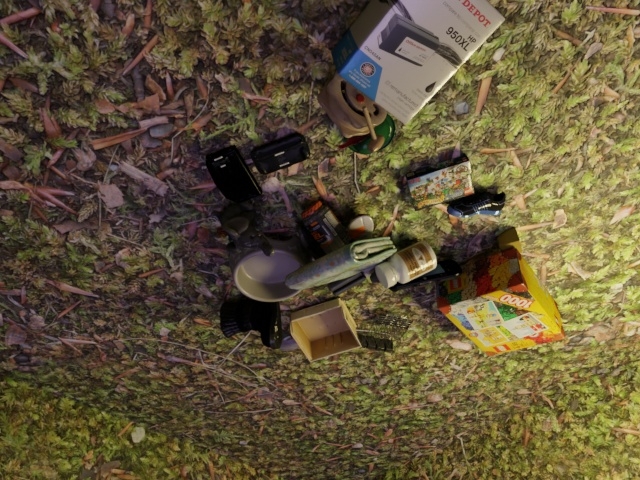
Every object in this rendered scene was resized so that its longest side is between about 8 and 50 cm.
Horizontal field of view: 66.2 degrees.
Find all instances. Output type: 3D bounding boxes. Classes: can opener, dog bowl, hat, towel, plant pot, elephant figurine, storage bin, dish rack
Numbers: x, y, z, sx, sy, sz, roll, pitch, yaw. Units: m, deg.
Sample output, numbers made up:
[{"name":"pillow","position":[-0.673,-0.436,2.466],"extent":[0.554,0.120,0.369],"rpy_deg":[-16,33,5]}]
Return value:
[{"name":"can opener","position":[0.168,0.165,2.107],"extent":[0.283,0.095,0.076],"rpy_deg":[-30,128,11]},{"name":"dog bowl","position":[-0.203,0.118,2.019],"extent":[0.348,0.102,0.349],"rpy_deg":[-3,133,-4]},{"name":"hat","position":[0.162,-0.311,1.620],"extent":[0.208,0.184,0.173],"rpy_deg":[-12,132,4]},{"name":"towel","position":[0.090,0.092,1.886],"extent":[0.320,0.090,0.374],"rpy_deg":[-30,167,32]},{"name":"plant pot","position":[0.789,0.008,2.056],"extent":[0.083,0.081,0.081],"rpy_deg":[-16,132,17]},{"name":"elephant figurine","position":[-0.284,-0.027,1.785],"extent":[0.186,0.239,0.169],"rpy_deg":[-33,128,22]},{"name":"storage bin","position":[0.023,0.418,2.301],"extent":[0.262,0.123,0.260],"rpy_deg":[-19,132,11]},{"name":"dish rack","position":[0.311,0.438,2.392],"extent":[0.208,0.074,0.272],"rpy_deg":[12,128,-19]}]

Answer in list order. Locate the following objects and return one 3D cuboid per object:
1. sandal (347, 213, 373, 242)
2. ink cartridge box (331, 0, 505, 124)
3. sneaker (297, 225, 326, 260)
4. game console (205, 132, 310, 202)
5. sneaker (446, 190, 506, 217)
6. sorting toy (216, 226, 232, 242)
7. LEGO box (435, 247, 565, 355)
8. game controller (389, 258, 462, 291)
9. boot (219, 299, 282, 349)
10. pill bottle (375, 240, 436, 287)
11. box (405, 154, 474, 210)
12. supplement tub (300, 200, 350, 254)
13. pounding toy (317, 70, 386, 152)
[{"name":"sandal","position":[0.154,-0.046,1.939],"extent":[0.101,0.076,0.265],"rpy_deg":[-13,153,1]},{"name":"ink cartridge box","position":[0.266,-0.582,1.401],"extent":[0.285,0.166,0.395],"rpy_deg":[27,123,-28]},{"name":"sneaker","position":[0.000,0.000,1.950],"extent":[0.130,0.087,0.227],"rpy_deg":[-26,133,14]},{"name":"game console","position":[-0.207,-0.261,1.718],"extent":[0.361,0.044,0.213],"rpy_deg":[-18,133,10]},{"name":"sneaker","position":[0.604,-0.147,1.897],"extent":[0.232,0.081,0.091],"rpy_deg":[-5,130,-12]},{"name":"sorting toy","position":[-0.353,-0.023,1.913],"extent":[0.101,0.042,0.061],"rpy_deg":[-2,132,-5]},{"name":"LEGO box","position":[0.798,0.291,2.184],"extent":[0.372,0.193,0.500],"rpy_deg":[-24,131,32]},{"name":"game controller","position":[0.432,0.146,2.080],"extent":[0.319,0.166,0.067],"rpy_deg":[-13,98,4]},{"name":"boot","position":[-0.297,0.358,2.071],"extent":[0.260,0.348,0.131],"rpy_deg":[-11,112,-2]},{"name":"pill bottle","position":[0.346,0.102,2.004],"extent":[0.229,0.131,0.131],"rpy_deg":[-24,134,-14]},{"name":"box","position":[0.448,-0.212,1.837],"extent":[0.233,0.044,0.159],"rpy_deg":[-17,131,9]},{"name":"supplement tub","position":[0.017,-0.049,1.850],"extent":[0.117,0.117,0.190],"rpy_deg":[-34,99,22]},{"name":"pounding toy","position":[0.129,-0.411,1.492],"extent":[0.270,0.154,0.155],"rpy_deg":[52,150,-6]}]
